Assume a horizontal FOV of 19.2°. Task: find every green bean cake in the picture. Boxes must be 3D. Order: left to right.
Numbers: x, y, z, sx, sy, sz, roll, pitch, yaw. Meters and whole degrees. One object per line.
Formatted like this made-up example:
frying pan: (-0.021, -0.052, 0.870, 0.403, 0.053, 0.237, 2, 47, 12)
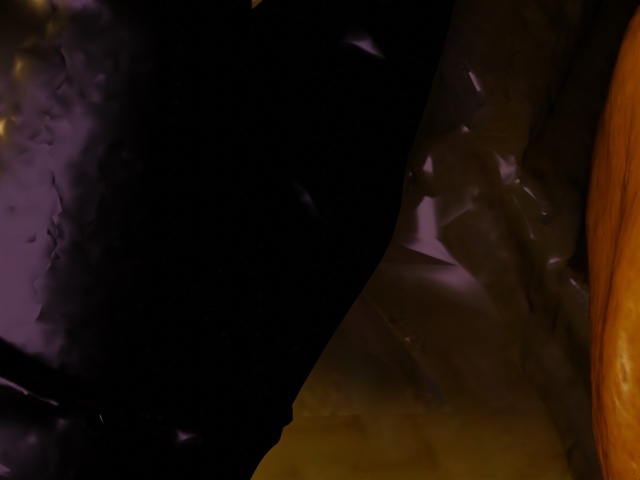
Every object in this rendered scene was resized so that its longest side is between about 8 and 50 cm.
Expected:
green bean cake: (0.000, 0.000, 0.617, 0.236, 0.124, 0.233, -7, 125, 32)

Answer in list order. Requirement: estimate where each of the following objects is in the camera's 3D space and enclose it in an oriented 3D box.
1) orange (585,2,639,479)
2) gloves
orange: (0.156, 0.002, 0.474, 0.183, 0.249, 0.249, 15, 140, 49)
gloves: (-0.055, -0.068, 0.477, 0.197, 0.301, 0.152, 7, 164, 6)
